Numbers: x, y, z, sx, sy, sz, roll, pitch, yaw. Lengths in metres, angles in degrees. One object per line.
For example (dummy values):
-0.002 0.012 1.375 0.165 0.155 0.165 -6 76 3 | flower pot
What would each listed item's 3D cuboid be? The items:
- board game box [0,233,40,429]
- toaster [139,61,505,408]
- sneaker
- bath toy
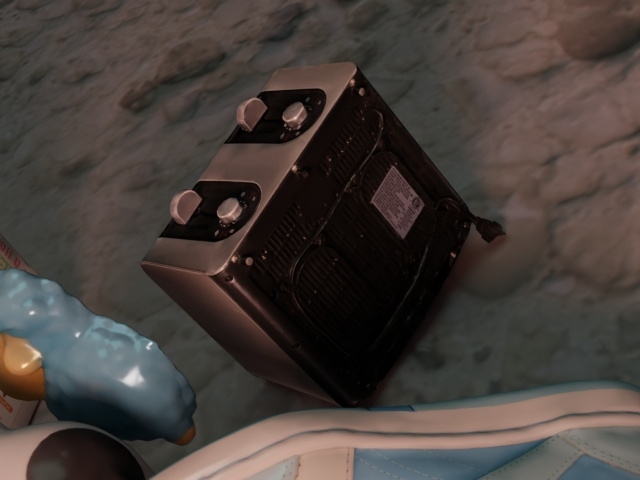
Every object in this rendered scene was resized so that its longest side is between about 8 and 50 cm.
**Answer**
-0.316 0.098 1.001 0.097 0.224 0.303 -13 39 30 | board game box
0.000 0.000 0.924 0.110 0.186 0.168 10 61 48 | toaster
0.059 0.171 0.624 0.319 0.127 0.208 -12 35 -15 | sneaker
-0.180 0.177 0.688 0.151 0.129 0.348 -9 42 27 | bath toy
